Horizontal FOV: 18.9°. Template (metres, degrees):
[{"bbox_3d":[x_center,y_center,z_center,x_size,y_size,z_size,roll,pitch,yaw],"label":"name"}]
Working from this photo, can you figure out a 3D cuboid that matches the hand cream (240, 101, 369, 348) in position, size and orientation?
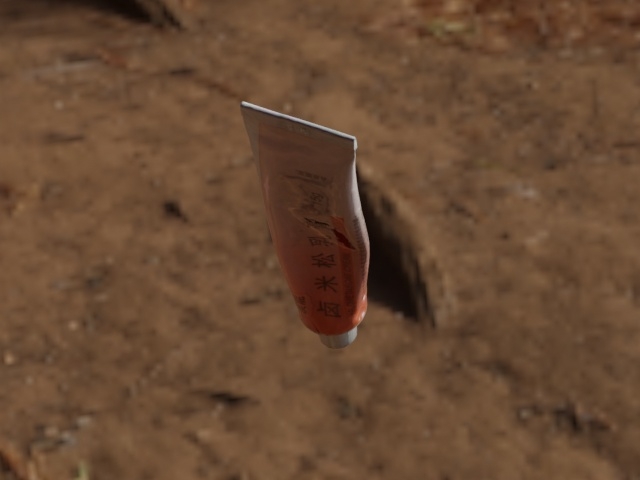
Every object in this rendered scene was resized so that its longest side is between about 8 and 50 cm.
[{"bbox_3d":[0.001,-0.001,0.989,0.052,0.216,0.038,-9,60,3],"label":"hand cream"}]
